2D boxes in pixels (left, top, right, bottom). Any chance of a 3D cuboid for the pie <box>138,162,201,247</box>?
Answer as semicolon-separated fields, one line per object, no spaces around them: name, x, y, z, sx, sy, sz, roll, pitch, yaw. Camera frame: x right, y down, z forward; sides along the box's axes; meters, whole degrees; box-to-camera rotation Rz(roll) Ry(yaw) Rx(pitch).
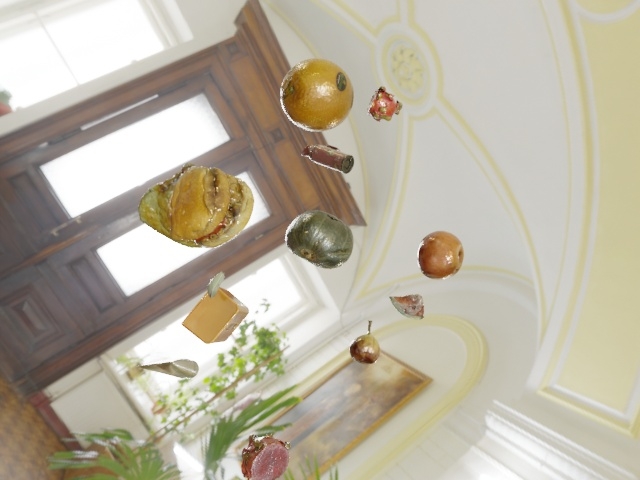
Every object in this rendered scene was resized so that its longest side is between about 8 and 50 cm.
pie;-0.647;-0.142;2.214;0.395;0.418;0.180;48;18;-21

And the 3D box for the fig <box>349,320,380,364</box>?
fig;0.245;0.519;2.326;0.160;0.230;0.143;31;-15;-7

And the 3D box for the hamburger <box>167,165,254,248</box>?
hamburger;-0.325;-0.093;1.337;0.163;0.244;0.244;20;19;-51

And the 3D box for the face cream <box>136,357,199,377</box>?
face cream;-0.598;0.513;1.848;0.341;0.138;0.083;66;16;-69

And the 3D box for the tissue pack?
tissue pack;-0.406;0.303;1.808;0.145;0.194;0.274;40;-8;8

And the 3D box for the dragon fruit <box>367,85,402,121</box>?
dragon fruit;0.276;-0.578;1.954;0.133;0.208;0.150;-51;-123;30

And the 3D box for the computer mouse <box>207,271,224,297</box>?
computer mouse;-0.373;0.151;1.605;0.032;0.110;0.055;20;-39;4

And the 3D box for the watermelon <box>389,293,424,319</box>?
watermelon;0.411;0.299;2.082;0.187;0.071;0.139;29;-54;-10

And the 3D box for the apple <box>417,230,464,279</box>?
apple;0.469;0.061;1.756;0.162;0.201;0.201;9;-48;42

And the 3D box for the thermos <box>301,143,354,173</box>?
thermos;0.040;-0.496;2.627;0.330;0.136;0.110;27;0;35

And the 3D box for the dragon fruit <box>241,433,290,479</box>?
dragon fruit;-0.277;1.016;2.119;0.147;0.282;0.210;10;-52;58

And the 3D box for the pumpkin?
pumpkin;0.000;0.000;2.242;0.328;0.257;0.292;40;-30;-15

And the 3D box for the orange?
orange;-0.015;-0.531;1.668;0.274;0.274;0.274;49;-19;24
